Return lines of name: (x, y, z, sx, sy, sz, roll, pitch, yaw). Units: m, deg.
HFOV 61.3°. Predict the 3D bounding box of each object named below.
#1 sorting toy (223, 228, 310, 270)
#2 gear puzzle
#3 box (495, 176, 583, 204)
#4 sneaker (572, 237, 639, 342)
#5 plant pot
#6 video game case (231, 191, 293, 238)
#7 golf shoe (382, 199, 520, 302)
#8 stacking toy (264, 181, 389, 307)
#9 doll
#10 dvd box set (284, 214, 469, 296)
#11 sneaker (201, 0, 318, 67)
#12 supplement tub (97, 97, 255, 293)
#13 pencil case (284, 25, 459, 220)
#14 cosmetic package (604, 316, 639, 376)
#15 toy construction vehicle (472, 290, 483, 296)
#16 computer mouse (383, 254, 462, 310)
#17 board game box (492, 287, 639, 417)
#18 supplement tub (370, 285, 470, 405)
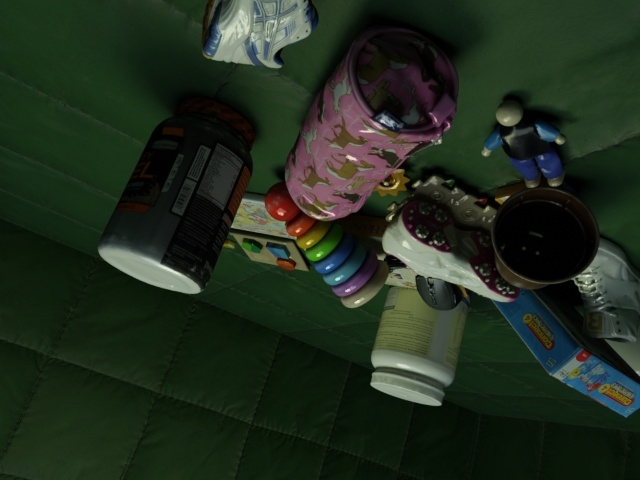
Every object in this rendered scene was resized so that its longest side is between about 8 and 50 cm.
sorting toy: (-0.202, 0.031, 1.699, 0.307, 0.041, 0.229, 10, 158, 21)
gear puzzle: (0.229, -0.065, 1.078, 0.339, 0.044, 0.175, 26, 138, -18)
box: (0.394, -0.077, 0.965, 0.081, 0.028, 0.136, 31, 153, -31)
sneaker: (0.567, 0.110, 1.097, 0.293, 0.169, 0.108, 30, 158, -26)
plant pot: (0.380, 0.012, 0.954, 0.167, 0.167, 0.165, 12, 166, 15)
video game case: (-0.191, -0.073, 1.451, 0.227, 0.026, 0.206, 10, 158, 20)
golf shoe: (0.260, 0.035, 1.082, 0.306, 0.115, 0.140, 33, 145, -13)
stacking toy: (0.000, 0.000, 1.229, 0.330, 0.141, 0.141, 44, 152, -13)
doll: (0.312, -0.146, 0.830, 0.129, 0.046, 0.189, -1, 153, 38)
dvd box set: (0.155, 0.032, 1.385, 0.421, 0.062, 0.307, 7, 156, 28)
sneaker: (-0.051, -0.315, 0.658, 0.131, 0.111, 0.296, 7, 166, -24)
supplement tub: (-0.257, -0.087, 1.027, 0.207, 0.338, 0.207, 16, 159, 6)
pencil case: (0.057, -0.158, 0.851, 0.160, 0.167, 0.386, 1, 165, -18)
cosmetic package: (0.880, 0.292, 1.324, 0.385, 0.156, 0.217, -3, 151, 45)
toy construction vehicle: (0.452, 0.125, 1.425, 0.086, 0.035, 0.098, -12, 148, 34)
computer mouse: (0.248, 0.116, 1.343, 0.184, 0.060, 0.262, 8, 157, 24)
board game box: (0.554, 0.218, 1.232, 0.302, 0.086, 0.308, 30, -160, -28)
supplement tub: (0.278, 0.276, 1.527, 0.236, 0.324, 0.235, 16, 159, 6)
